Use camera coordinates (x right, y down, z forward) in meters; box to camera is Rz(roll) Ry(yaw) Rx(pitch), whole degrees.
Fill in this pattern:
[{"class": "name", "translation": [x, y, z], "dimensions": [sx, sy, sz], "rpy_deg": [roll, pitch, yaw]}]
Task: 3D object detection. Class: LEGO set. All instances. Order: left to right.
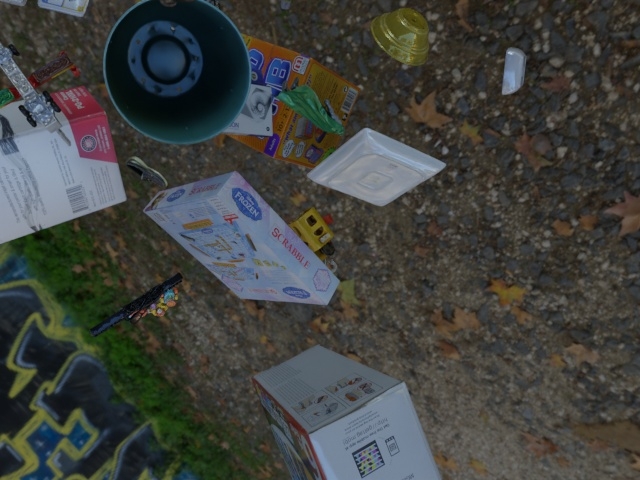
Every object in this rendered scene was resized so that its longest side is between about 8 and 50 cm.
[{"class": "LEGO set", "translation": [-0.348, -0.209, 0.553], "dimensions": [0.182, 0.245, 0.060], "rpy_deg": [11, 169, -5]}]

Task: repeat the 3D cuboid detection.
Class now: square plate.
[{"class": "square plate", "translation": [0.184, -0.223, 1.749], "dimensions": [0.347, 0.049, 0.344], "rpy_deg": [17, 152, -29]}]

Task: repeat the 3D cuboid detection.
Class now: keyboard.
[{"class": "keyboard", "translation": [-0.333, 0.128, 0.956], "dimensions": [0.038, 0.192, 0.100], "rpy_deg": [54, 165, 2]}]

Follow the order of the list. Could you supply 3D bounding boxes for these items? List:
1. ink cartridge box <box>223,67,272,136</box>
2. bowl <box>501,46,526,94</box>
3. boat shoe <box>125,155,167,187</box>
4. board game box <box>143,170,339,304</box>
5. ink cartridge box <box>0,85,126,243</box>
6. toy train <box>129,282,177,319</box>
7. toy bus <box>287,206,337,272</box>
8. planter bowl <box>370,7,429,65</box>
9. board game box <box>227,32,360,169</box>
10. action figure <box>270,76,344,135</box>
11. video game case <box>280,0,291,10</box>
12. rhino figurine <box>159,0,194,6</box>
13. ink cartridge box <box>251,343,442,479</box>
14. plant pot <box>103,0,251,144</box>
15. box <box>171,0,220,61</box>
[{"class": "ink cartridge box", "translation": [-0.249, -0.446, 1.631], "dimensions": [0.045, 0.223, 0.224], "rpy_deg": [0, 96, 45]}, {"class": "bowl", "translation": [0.608, -0.530, 1.617], "dimensions": [0.053, 0.142, 0.142], "rpy_deg": [9, 113, 25]}, {"class": "boat shoe", "translation": [-0.593, -0.224, 1.760], "dimensions": [0.152, 0.049, 0.056], "rpy_deg": [35, 144, 0]}, {"class": "board game box", "translation": [-0.168, 0.009, 1.068], "dimensions": [0.318, 0.066, 0.318], "rpy_deg": [-3, 137, 48]}, {"class": "ink cartridge box", "translation": [-0.437, -0.108, 0.774], "dimensions": [0.100, 0.237, 0.172], "rpy_deg": [45, 146, 33]}, {"class": "toy train", "translation": [-0.536, 0.211, 1.676], "dimensions": [0.125, 0.166, 0.046], "rpy_deg": [29, -155, -57]}, {"class": "toy bus", "translation": [-0.011, -0.006, 1.618], "dimensions": [0.104, 0.202, 0.191], "rpy_deg": [-19, 66, 61]}, {"class": "planter bowl", "translation": [0.275, -0.668, 1.638], "dimensions": [0.217, 0.217, 0.090], "rpy_deg": [45, 141, 3]}, {"class": "board game box", "translation": [-0.135, -0.508, 1.958], "dimensions": [0.356, 0.356, 0.357], "rpy_deg": [30, 103, 29]}, {"class": "action figure", "translation": [-0.010, -0.358, 1.423], "dimensions": [0.137, 0.064, 0.232], "rpy_deg": [7, 161, 46]}, {"class": "video game case", "translation": [-0.106, -1.010, 1.844], "dimensions": [0.248, 0.035, 0.275], "rpy_deg": [-175, 88, -79]}, {"class": "rhino figurine", "translation": [-0.138, -0.427, 0.716], "dimensions": [0.073, 0.243, 0.106], "rpy_deg": [42, 178, -37]}, {"class": "ink cartridge box", "translation": [0.040, 0.310, 0.704], "dimensions": [0.272, 0.130, 0.309], "rpy_deg": [68, 162, -3]}, {"class": "plant pot", "translation": [-0.323, -0.383, 1.136], "dimensions": [0.235, 0.292, 0.293], "rpy_deg": [48, 160, 56]}, {"class": "box", "translation": [-0.320, -0.546, 1.328], "dimensions": [0.077, 0.147, 0.180], "rpy_deg": [17, 141, 15]}]
